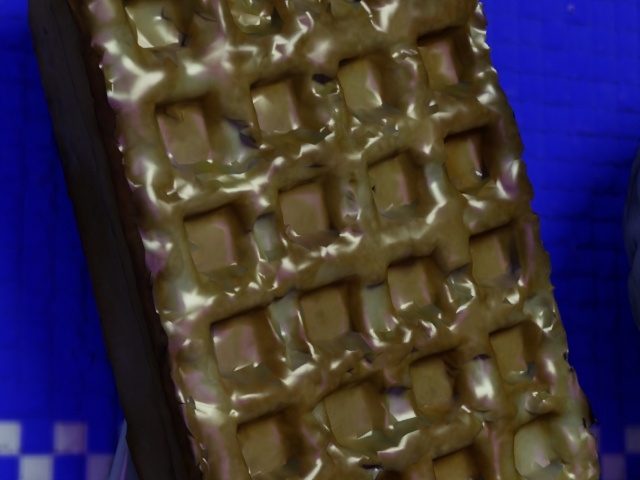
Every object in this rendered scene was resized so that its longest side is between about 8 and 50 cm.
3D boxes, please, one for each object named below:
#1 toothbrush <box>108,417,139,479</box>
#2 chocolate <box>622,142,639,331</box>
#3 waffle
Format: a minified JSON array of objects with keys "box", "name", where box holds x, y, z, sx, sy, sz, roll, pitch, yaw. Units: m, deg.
[{"box":[-0.067,-0.012,0.732,0.030,0.030,0.304,14,80,-21],"name":"toothbrush"},{"box":[0.265,0.002,0.766,0.303,0.213,0.303,-28,124,-52],"name":"chocolate"},{"box":[-0.001,0.000,0.701,0.213,0.091,0.308,-17,97,-29],"name":"waffle"}]
